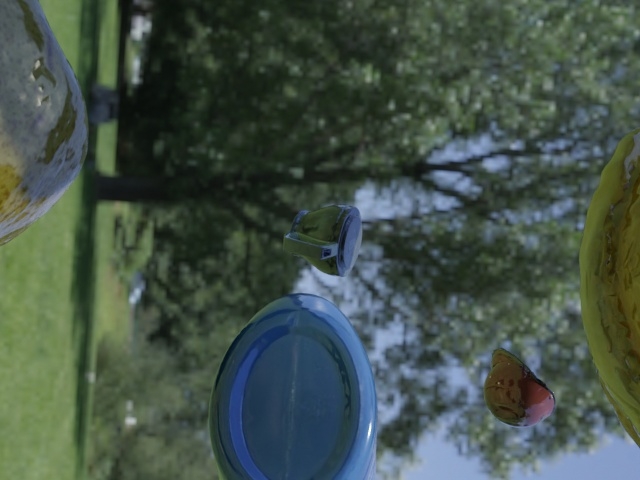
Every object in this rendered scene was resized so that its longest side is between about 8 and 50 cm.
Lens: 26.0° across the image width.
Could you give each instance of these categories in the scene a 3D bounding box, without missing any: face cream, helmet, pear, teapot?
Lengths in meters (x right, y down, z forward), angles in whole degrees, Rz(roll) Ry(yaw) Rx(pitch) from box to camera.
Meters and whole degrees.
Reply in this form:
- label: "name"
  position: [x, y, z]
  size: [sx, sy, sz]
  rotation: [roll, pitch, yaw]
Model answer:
- label: "face cream"
  position: [-0.010, 0.126, 0.792]
  size: [0.264, 0.083, 0.149]
  rotation: [84, 11, -71]
- label: "helmet"
  position: [0.183, 0.150, 1.350]
  size: [0.084, 0.049, 0.065]
  rotation: [42, -28, 21]
- label: "pear"
  position: [-0.252, -0.082, 0.795]
  size: [0.188, 0.211, 0.228]
  rotation: [26, -37, 56]
- label: "teapot"
  position: [0.000, 0.000, 1.256]
  size: [0.088, 0.057, 0.066]
  rotation: [-30, 127, -65]

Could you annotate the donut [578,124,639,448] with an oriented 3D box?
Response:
- label: "donut"
  position: [0.420, 0.061, 1.163]
  size: [0.198, 0.449, 0.448]
  rotation: [127, -34, -62]
